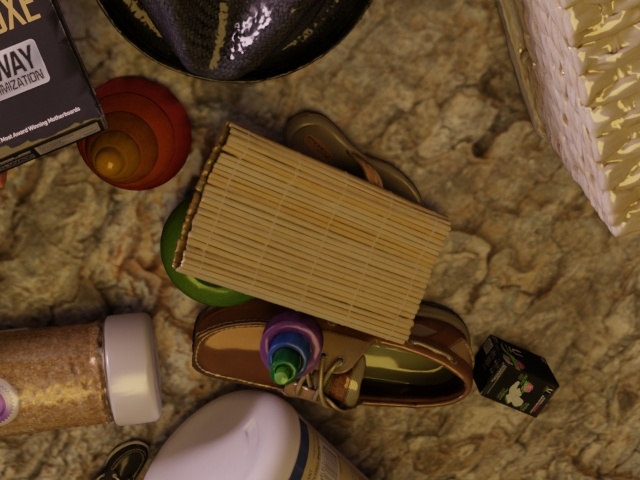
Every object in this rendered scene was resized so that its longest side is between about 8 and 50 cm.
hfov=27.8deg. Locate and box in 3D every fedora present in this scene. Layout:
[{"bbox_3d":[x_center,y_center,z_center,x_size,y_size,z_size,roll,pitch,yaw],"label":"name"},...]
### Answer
[{"bbox_3d":[-0.079,-0.266,1.155,0.334,0.152,0.334,0,123,-1],"label":"fedora"}]

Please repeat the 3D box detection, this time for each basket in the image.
[{"bbox_3d":[0.342,-0.228,1.194,0.331,0.266,0.328,-18,122,4],"label":"basket"}]

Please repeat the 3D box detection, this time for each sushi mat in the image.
[{"bbox_3d":[0.000,0.000,1.312,0.316,0.019,0.151,21,89,-38],"label":"sushi mat"}]

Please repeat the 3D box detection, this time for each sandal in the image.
[{"bbox_3d":[0.033,-0.066,1.368,0.180,0.049,0.072,39,109,-26],"label":"sandal"}]

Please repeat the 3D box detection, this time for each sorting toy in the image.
[{"bbox_3d":[-0.123,0.007,1.292,0.127,0.126,0.365,-34,102,14],"label":"sorting toy"}]

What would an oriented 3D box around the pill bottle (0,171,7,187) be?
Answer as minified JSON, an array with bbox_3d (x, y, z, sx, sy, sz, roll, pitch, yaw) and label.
[{"bbox_3d":[-0.428,-0.086,1.240,0.245,0.130,0.130,-4,121,-5],"label":"pill bottle"}]

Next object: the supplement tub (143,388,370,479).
[{"bbox_3d":[-0.033,0.345,1.498,0.228,0.228,0.316,-37,118,13],"label":"supplement tub"}]

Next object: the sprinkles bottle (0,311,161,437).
[{"bbox_3d":[-0.354,0.157,1.402,0.355,0.121,0.121,-7,121,-4],"label":"sprinkles bottle"}]

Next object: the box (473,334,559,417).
[{"bbox_3d":[0.227,0.160,1.523,0.083,0.062,0.052,25,113,-20],"label":"box"}]

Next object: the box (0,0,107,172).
[{"bbox_3d":[-0.376,-0.155,1.145,0.307,0.076,0.242,-23,88,-6],"label":"box"}]

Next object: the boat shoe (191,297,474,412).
[{"bbox_3d":[0.020,0.126,1.439,0.324,0.120,0.123,2,120,-9],"label":"boat shoe"}]

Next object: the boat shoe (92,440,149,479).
[{"bbox_3d":[-0.248,0.289,1.543,0.046,0.038,0.125,39,109,-26],"label":"boat shoe"}]
